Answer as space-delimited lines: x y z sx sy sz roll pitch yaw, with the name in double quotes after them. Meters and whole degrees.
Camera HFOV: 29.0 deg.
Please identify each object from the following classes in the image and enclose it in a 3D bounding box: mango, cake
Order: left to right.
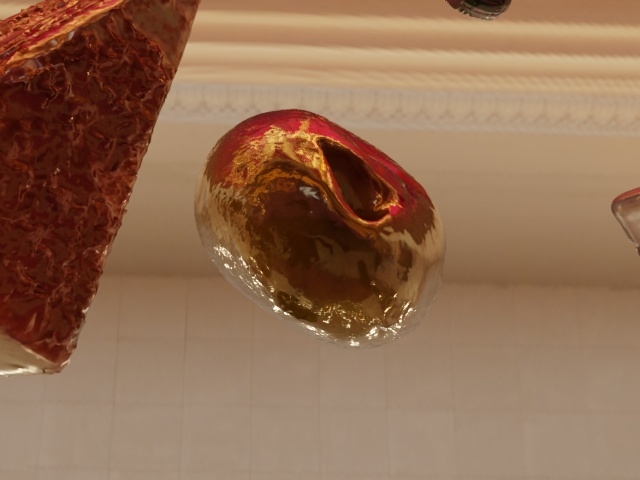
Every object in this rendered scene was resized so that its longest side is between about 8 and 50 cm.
-0.149 -0.037 0.673 0.262 0.158 0.160 -39 -65 -36 "cake"
0.000 0.000 1.110 0.253 0.365 0.182 36 -79 -7 "mango"

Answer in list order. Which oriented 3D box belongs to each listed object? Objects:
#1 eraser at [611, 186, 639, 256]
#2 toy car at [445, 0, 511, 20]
0.329 0.027 0.774 0.059 0.243 0.204 -31 -83 -50 "eraser"
0.131 -0.257 1.081 0.069 0.055 0.142 10 -119 -29 "toy car"
